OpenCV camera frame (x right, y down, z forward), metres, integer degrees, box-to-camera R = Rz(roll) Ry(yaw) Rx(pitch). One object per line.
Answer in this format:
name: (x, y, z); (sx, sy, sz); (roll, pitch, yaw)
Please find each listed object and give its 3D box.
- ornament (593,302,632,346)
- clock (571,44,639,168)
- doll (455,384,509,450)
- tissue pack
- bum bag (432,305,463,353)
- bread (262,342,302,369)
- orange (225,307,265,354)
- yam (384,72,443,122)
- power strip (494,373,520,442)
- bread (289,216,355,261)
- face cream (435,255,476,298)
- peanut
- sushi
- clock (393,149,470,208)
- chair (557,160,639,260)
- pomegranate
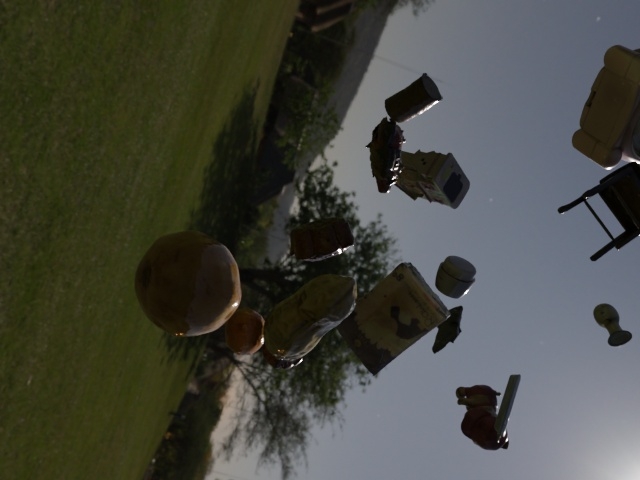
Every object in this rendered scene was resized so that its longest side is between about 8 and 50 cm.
ornament: (0.906, 0.256, 1.813); (0.074, 0.081, 0.156); (-39, -159, 24)
clock: (0.855, -0.348, 1.485); (0.342, 0.325, 0.184); (98, -22, -43)
doll: (0.603, 0.667, 2.178); (0.256, 0.196, 0.152); (-89, -166, -57)
tissue pack: (0.243, 0.263, 1.985); (0.343, 0.242, 0.125); (-41, 164, 14)
bum bag: (0.489, 0.336, 2.220); (0.123, 0.060, 0.248); (-33, -162, 30)
bread: (-0.117, 0.344, 2.156); (0.190, 0.122, 0.245); (17, 93, -59)
orange: (-0.283, 0.343, 2.177); (0.177, 0.155, 0.178); (-4, 90, -81)
yam: (0.234, -0.354, 1.460); (0.127, 0.084, 0.084); (-28, -142, 41)
power strip: (0.656, 0.588, 2.042); (0.060, 0.027, 0.253); (46, 62, -47)
bread: (0.010, 0.000, 2.108); (0.232, 0.246, 0.135); (-157, -127, -70)
face cream: (0.415, 0.112, 1.783); (0.117, 0.117, 0.104); (-87, -165, -63)
peanut: (-0.024, 0.173, 1.332); (0.305, 0.147, 0.147); (-41, -157, 30)
sushi: (0.178, -0.235, 1.574); (0.103, 0.097, 0.226); (-28, 134, -39)
clock: (0.425, -0.267, 2.398); (0.309, 0.235, 0.166); (25, -102, 45)
chair: (0.775, -0.097, 1.404); (0.186, 0.319, 0.160); (60, -10, 11)
pomegranate: (-0.386, 0.129, 1.761); (0.338, 0.337, 0.339); (-163, -90, -83)
